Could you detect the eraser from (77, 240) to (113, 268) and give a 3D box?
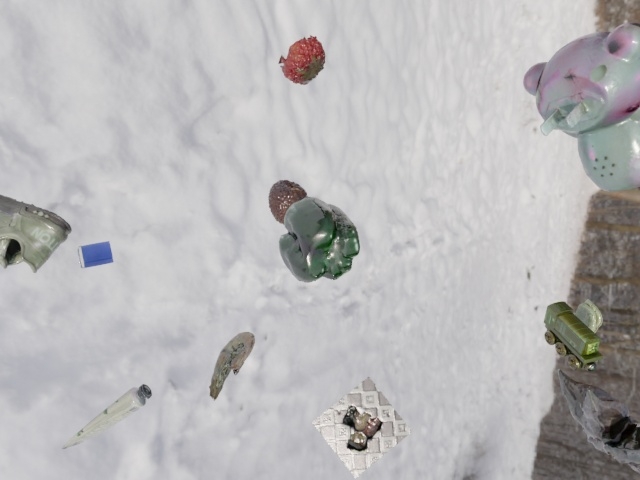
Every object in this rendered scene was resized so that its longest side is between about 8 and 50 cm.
[{"bbox_3d":[-0.629,0.040,1.419,0.084,0.027,0.063,-14,98,-49],"label":"eraser"}]

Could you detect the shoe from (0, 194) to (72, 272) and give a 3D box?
[{"bbox_3d":[-0.701,-0.014,1.086,0.109,0.292,0.149,92,11,-52],"label":"shoe"}]

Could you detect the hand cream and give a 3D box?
[{"bbox_3d":[-0.493,0.414,1.185,0.050,0.234,0.080,56,7,16],"label":"hand cream"}]

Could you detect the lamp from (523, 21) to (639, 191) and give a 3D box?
[{"bbox_3d":[0.536,-0.237,0.982,0.247,0.247,0.301,-41,106,-20],"label":"lamp"}]

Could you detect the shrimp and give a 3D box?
[{"bbox_3d":[-0.242,0.336,1.391,0.047,0.126,0.224,50,35,-25],"label":"shrimp"}]

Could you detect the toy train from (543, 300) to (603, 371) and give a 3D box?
[{"bbox_3d":[0.811,0.311,1.636,0.226,0.090,0.137,-118,-158,-57],"label":"toy train"}]

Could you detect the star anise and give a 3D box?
[{"bbox_3d":[0.372,0.240,0.646,0.061,0.180,0.204,-45,-178,1],"label":"star anise"}]

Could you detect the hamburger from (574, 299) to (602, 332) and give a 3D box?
[{"bbox_3d":[0.916,0.270,1.732,0.084,0.054,0.121,-117,-151,-64],"label":"hamburger"}]

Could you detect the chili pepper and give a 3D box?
[{"bbox_3d":[0.000,0.000,1.581,0.257,0.233,0.249,-134,-136,-59],"label":"chili pepper"}]

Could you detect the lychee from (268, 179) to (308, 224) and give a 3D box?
[{"bbox_3d":[-0.141,-0.159,2.190,0.188,0.188,0.188,4,90,-67],"label":"lychee"}]

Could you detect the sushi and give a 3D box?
[{"bbox_3d":[0.130,0.584,1.608,0.220,0.231,0.047,52,-2,3],"label":"sushi"}]

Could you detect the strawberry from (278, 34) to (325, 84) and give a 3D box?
[{"bbox_3d":[-0.042,-0.503,1.430,0.145,0.086,0.145,-38,160,-17],"label":"strawberry"}]
